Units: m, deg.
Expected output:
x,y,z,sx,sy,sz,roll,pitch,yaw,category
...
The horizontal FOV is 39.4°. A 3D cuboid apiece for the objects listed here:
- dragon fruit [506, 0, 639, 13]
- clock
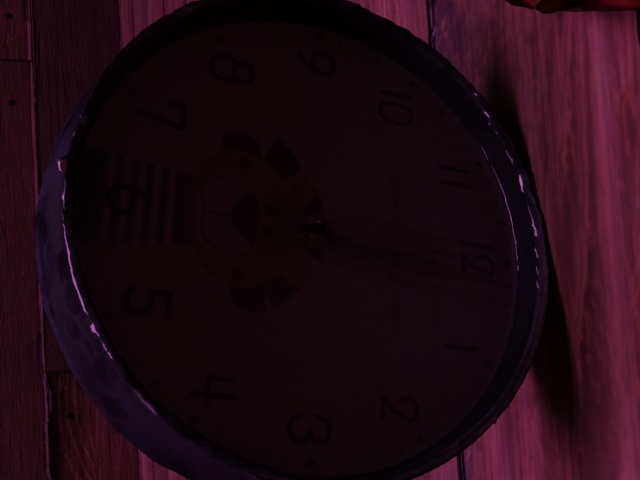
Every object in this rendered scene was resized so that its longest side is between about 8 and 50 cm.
x,y,z,sx,sy,sz,roll,pitch,yaw,category
0.097,-0.219,0.443,0.317,0.152,0.205,-146,54,-67,dragon fruit
-0.005,-0.003,0.525,0.061,0.312,0.313,142,124,-60,clock
